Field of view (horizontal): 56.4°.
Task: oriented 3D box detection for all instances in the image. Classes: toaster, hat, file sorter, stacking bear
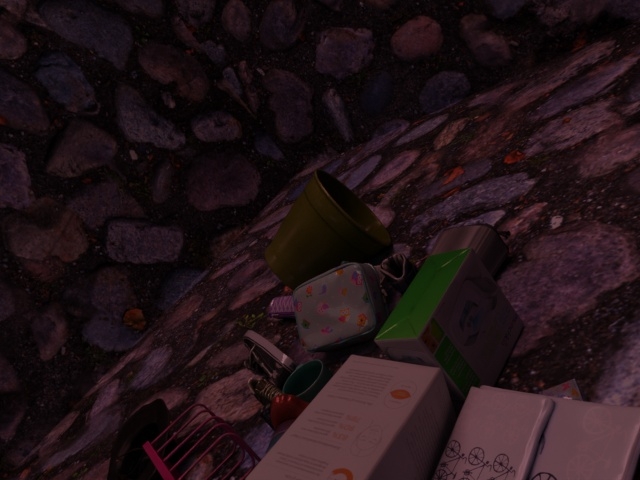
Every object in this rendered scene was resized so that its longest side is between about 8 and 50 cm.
[{"bbox_3d":[0.381,0.048,1.552,0.227,0.129,0.146,-8,38,53],"label":"toaster"},{"bbox_3d":[-0.492,0.637,1.745,0.331,0.134,0.331,-36,33,29],"label":"hat"},{"bbox_3d":[-0.267,0.540,1.444,0.182,0.202,0.291,-43,18,-21],"label":"file sorter"},{"bbox_3d":[-0.045,0.491,1.222,0.289,0.176,0.164,-79,3,-50],"label":"stacking bear"}]

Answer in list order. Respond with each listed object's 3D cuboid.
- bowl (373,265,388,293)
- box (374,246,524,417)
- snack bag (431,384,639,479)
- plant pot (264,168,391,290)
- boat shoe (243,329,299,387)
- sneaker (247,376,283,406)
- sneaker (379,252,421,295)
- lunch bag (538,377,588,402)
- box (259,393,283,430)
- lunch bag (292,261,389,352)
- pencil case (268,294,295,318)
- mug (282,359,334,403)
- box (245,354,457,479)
[{"bbox_3d":[0.147,0.160,1.794,0.170,0.080,0.170,-34,18,13],"label":"bowl"},{"bbox_3d":[0.271,0.189,1.231,0.127,0.231,0.262,-15,28,51],"label":"box"},{"bbox_3d":[0.310,0.378,0.923,0.343,0.037,0.323,-9,42,57],"label":"snack bag"},{"bbox_3d":[0.000,0.000,2.120,0.353,0.366,0.366,-46,15,16],"label":"plant pot"},{"bbox_3d":[-0.175,0.371,1.844,0.105,0.113,0.306,-49,35,-14],"label":"boat shoe"},{"bbox_3d":[-0.148,0.430,1.672,0.064,0.086,0.192,-45,19,-22],"label":"sneaker"},{"bbox_3d":[0.237,0.089,1.667,0.086,0.163,0.226,-35,16,14],"label":"sneaker"},{"bbox_3d":[0.417,0.285,1.009,0.071,0.053,0.083,-30,28,26],"label":"lunch bag"},{"bbox_3d":[-0.110,0.453,1.575,0.083,0.067,0.018,-37,17,4],"label":"box"},{"bbox_3d":[0.058,0.185,1.678,0.279,0.223,0.108,-26,-23,32],"label":"lunch bag"},{"bbox_3d":[-0.101,0.234,2.073,0.088,0.086,0.206,-34,12,-35],"label":"pencil case"},{"bbox_3d":[-0.014,0.377,1.532,0.130,0.097,0.157,-28,19,30],"label":"mug"},{"bbox_3d":[0.073,0.387,1.077,0.215,0.168,0.345,0,30,41],"label":"box"}]
